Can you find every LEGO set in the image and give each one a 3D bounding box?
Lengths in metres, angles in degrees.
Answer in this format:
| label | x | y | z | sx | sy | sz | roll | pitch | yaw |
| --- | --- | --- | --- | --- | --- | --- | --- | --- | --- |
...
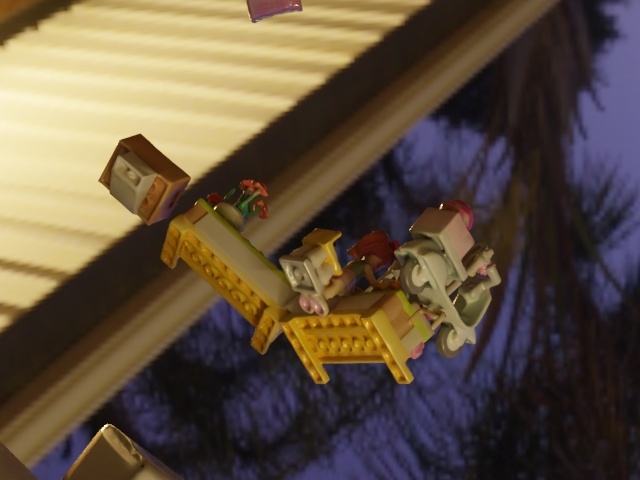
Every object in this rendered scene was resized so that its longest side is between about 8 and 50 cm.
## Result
| label | x | y | z | sx | sy | sz | roll | pitch | yaw |
| --- | --- | --- | --- | --- | --- | --- | --- | --- | --- |
| LEGO set | 0.000 | 0.000 | 0.931 | 0.287 | 0.132 | 0.107 | 19 | -133 | 41 |

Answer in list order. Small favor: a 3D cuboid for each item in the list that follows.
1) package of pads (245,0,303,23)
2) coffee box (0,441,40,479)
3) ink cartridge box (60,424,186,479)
| label | x | y | z | sx | sy | sz | roll | pitch | yaw |
| --- | --- | --- | --- | --- | --- | --- | --- | --- | --- |
| package of pads | -0.049 | -0.244 | 1.394 | 0.050 | 0.083 | 0.032 | -14 | -177 | 0 |
| coffee box | -0.421 | 0.245 | 0.996 | 0.338 | 0.334 | 0.337 | -37 | -164 | 16 |
| ink cartridge box | -0.063 | 0.268 | 0.833 | 0.201 | 0.278 | 0.117 | -52 | -164 | -8 |
